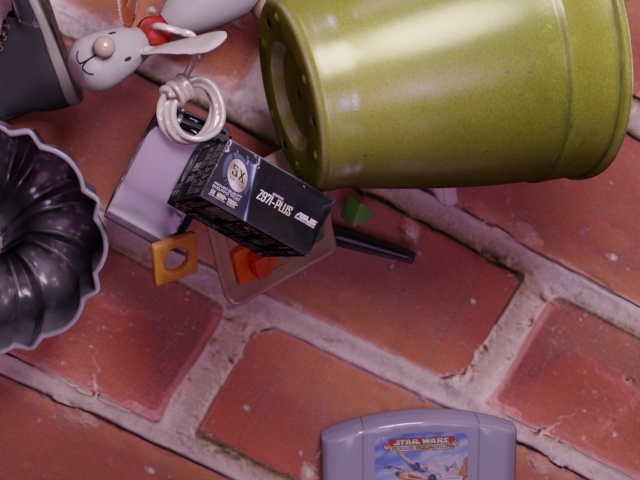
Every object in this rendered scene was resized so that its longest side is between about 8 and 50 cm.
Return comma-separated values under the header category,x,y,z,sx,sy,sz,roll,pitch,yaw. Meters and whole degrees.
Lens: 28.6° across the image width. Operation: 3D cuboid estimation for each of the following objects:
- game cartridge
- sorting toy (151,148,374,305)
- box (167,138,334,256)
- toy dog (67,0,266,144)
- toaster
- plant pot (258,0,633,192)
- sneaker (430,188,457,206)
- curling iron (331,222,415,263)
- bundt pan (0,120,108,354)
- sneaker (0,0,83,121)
category,x,y,z,sx,sy,sz,roll,pitch,yaw
game cartridge,0.149,0.352,1.906,0.297,0.062,0.198,-3,113,-3
sorting toy,-0.060,-0.016,1.665,0.347,0.047,0.196,-29,134,-19
box,-0.087,-0.047,1.507,0.147,0.180,0.077,29,80,-16
toy dog,-0.147,-0.301,1.538,0.220,0.161,0.334,33,71,-4
toaster,-0.203,-0.083,1.674,0.110,0.168,0.186,28,103,-10
plant pot,0.124,-0.211,1.506,0.353,0.366,0.366,-15,110,-15
sneaker,0.123,-0.138,1.732,0.094,0.080,0.212,-21,99,8
curling iron,0.000,0.000,1.781,0.274,0.035,0.068,9,89,-8
bundt pan,-0.444,-0.018,1.695,0.331,0.124,0.331,-1,109,-2
sneaker,-0.404,-0.264,1.639,0.118,0.083,0.222,-17,110,2
